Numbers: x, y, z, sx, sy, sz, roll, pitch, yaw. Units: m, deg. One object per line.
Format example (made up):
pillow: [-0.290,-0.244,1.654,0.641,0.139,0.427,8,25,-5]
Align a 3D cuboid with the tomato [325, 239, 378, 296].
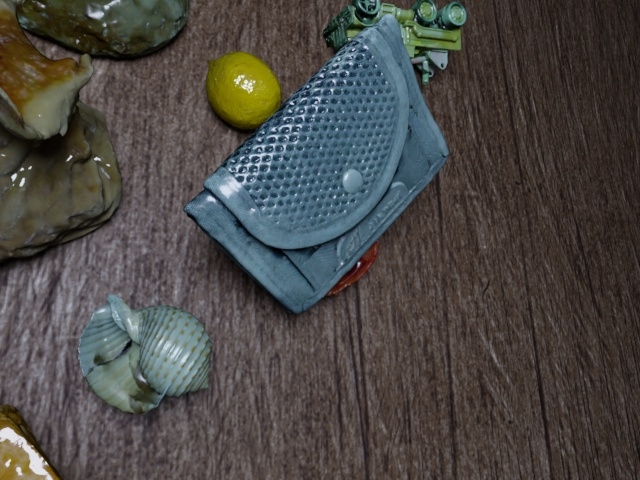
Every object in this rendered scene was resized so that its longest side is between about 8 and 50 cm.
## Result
tomato: [-0.007,-0.002,0.679,0.174,0.082,0.166,-35,107,-21]

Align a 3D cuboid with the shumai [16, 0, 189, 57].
shumai: [-0.300,-0.385,0.593,0.272,0.204,0.222,-30,91,-32]

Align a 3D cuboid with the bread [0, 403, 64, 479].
bread: [-0.331,0.263,0.431,0.143,0.149,0.158,-36,92,-31]

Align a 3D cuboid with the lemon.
lemon: [-0.117,-0.228,0.682,0.133,0.109,0.109,40,64,-14]

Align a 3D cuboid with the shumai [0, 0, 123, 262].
shumai: [-0.376,-0.122,0.453,0.314,0.262,0.267,0,75,-23]

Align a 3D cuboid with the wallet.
wallet: [0.025,-0.082,0.565,0.342,0.075,0.237,-46,130,-11]

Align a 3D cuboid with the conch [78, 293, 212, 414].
conch: [-0.207,0.142,0.545,0.153,0.102,0.135,28,74,21]

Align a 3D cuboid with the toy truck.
toy truck: [0.144,-0.372,0.836,0.260,0.128,0.135,-1,90,-25]
